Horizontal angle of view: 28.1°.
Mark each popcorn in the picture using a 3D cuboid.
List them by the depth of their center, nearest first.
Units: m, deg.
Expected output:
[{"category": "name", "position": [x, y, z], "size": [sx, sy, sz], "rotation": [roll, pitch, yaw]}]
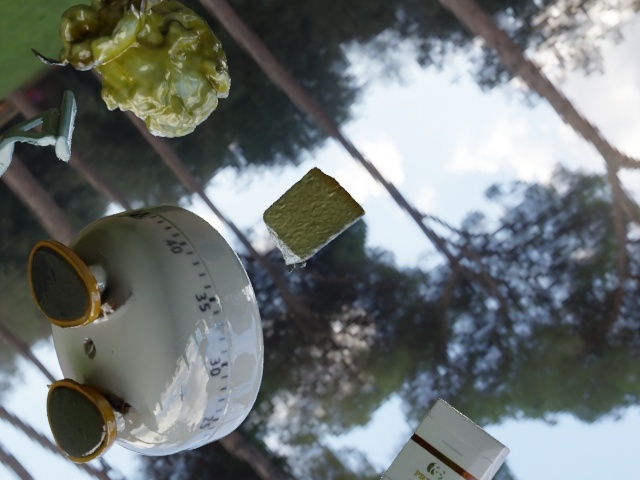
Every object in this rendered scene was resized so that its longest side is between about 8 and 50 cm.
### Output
[{"category": "popcorn", "position": [-0.204, -0.209, 1.485], "size": [0.173, 0.195, 0.168], "rotation": [-15, -112, 29]}]

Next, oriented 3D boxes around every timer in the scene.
[{"category": "timer", "position": [-0.139, 0.079, 1.197], "size": [0.240, 0.233, 0.233], "rotation": [-13, 174, -41]}]

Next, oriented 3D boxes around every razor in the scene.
[{"category": "razor", "position": [-0.389, -0.064, 1.469], "size": [0.278, 0.056, 0.111], "rotation": [-37, -150, 17]}]

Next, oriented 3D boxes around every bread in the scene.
[{"category": "bread", "position": [0.000, 0.000, 1.196], "size": [0.084, 0.080, 0.109], "rotation": [-38, 148, -9]}]

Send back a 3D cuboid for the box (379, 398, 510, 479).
[{"category": "box", "position": [0.106, 0.241, 1.246], "size": [0.154, 0.084, 0.040], "rotation": [-53, 155, -5]}]
